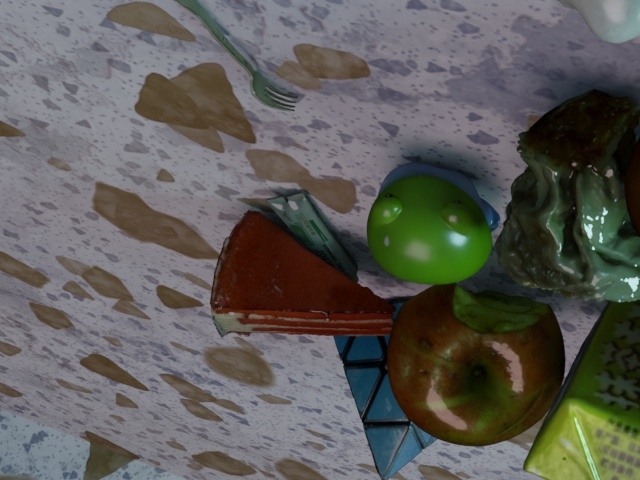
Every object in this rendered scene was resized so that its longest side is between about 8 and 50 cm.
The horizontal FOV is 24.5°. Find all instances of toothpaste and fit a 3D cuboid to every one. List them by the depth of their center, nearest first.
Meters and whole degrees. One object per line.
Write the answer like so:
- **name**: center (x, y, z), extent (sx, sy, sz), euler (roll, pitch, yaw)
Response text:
- **toothpaste**: center (0.000, 0.000, 2.086), extent (0.064, 0.041, 0.218), euler (-8, 142, 29)

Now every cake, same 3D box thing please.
- **cake**: center (-0.018, 0.053, 2.118), extent (0.262, 0.160, 0.158), euler (1, 161, 3)

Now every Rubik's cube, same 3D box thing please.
- **Rubik's cube**: center (0.152, 0.190, 2.244), extent (0.228, 0.229, 0.233), euler (-21, 101, 5)

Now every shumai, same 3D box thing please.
- **shumai**: center (0.301, -0.058, 1.619), extent (0.225, 0.222, 0.261), euler (-6, -172, -3)

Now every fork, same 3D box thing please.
- **fork**: center (-0.105, -0.217, 1.715), extent (0.028, 0.034, 0.219), euler (-12, 141, 38)

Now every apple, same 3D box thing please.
- **apple**: center (0.207, 0.151, 2.006), extent (0.246, 0.246, 0.226), euler (26, -166, -12)

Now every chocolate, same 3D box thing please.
- **chocolate**: center (0.442, 0.217, 1.852), extent (0.289, 0.301, 0.137), euler (21, 126, 14)

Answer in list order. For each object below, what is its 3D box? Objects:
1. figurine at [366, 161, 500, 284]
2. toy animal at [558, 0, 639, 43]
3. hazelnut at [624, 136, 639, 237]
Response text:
- **figurine**: center (0.143, -0.006, 1.847), extent (0.162, 0.143, 0.263), euler (11, 166, 14)
- **toy animal**: center (0.259, -0.263, 1.156), extent (0.247, 0.183, 0.310), euler (36, 158, -21)
- **hazelnut**: center (0.411, -0.047, 1.428), extent (0.229, 0.229, 0.229), euler (17, 156, 8)
